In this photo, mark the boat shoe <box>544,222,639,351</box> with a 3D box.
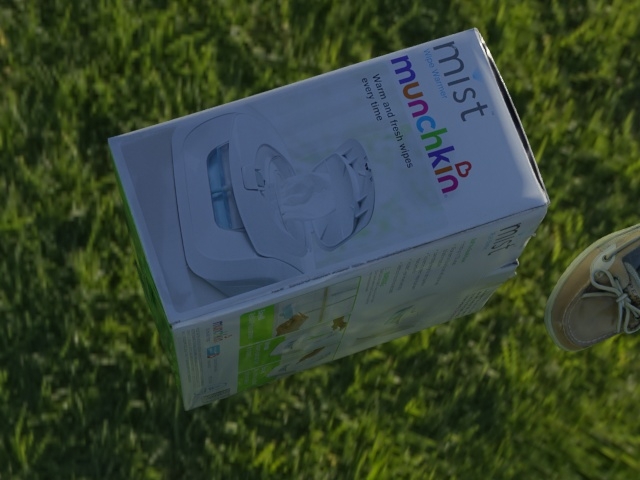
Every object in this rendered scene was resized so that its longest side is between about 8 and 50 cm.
[{"bbox_3d":[0.207,0.017,0.934,0.153,0.048,0.056,-32,103,-9],"label":"boat shoe"}]

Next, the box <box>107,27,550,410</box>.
[{"bbox_3d":[0.000,0.000,0.961,0.231,0.262,0.127,-19,75,-8],"label":"box"}]
